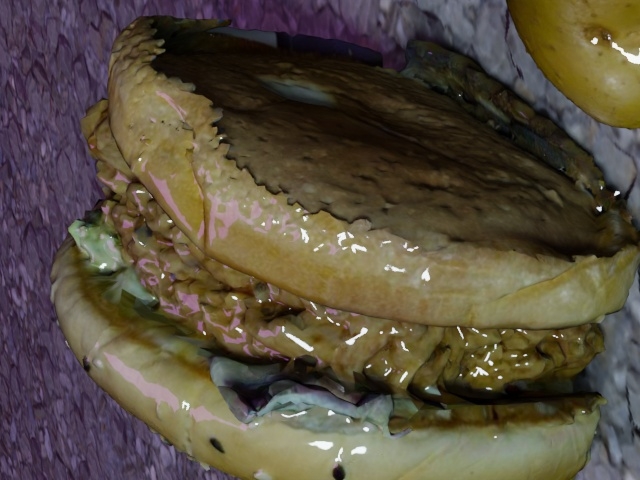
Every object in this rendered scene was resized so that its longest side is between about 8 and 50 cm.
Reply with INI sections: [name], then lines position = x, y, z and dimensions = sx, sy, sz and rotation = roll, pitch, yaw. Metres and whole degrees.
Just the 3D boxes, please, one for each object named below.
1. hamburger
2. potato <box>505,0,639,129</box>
[hamburger]
position = 0.000, 0.000, 0.885
dimensions = 0.318, 0.277, 0.195
rotation = 54, 136, 50
[potato]
position = 0.143, -0.223, 0.608
dimensions = 0.195, 0.176, 0.369
rotation = 37, 130, 44
